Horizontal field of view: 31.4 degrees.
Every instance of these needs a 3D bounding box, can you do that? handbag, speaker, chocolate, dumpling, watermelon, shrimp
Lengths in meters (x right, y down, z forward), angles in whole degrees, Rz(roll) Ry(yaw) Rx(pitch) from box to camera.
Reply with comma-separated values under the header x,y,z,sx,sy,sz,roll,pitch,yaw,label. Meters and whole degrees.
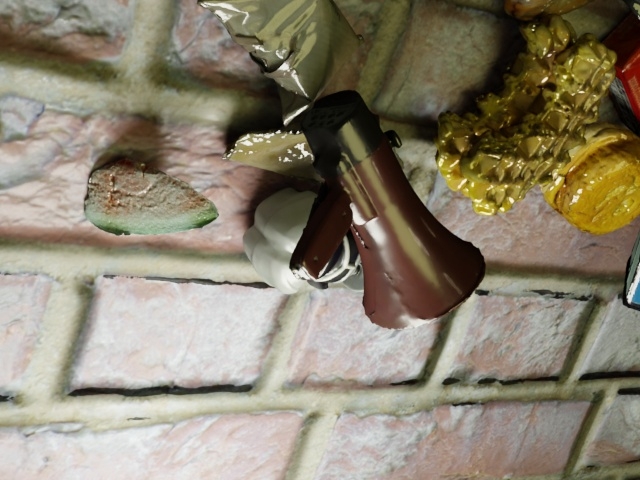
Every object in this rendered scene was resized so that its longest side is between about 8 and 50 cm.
x,y,z,sx,sy,sz,roll,pitch,yaw,label
-0.053,-0.289,1.524,0.182,0.117,0.270,-57,137,-14,handbag
0.052,-0.018,1.589,0.259,0.198,0.329,-45,122,-12,speaker
0.615,-0.324,2.043,0.235,0.108,0.237,-47,136,-6,chocolate
0.020,-0.148,1.691,0.332,0.086,0.166,11,141,-42,dumpling
-0.226,-0.058,1.548,0.180,0.081,0.094,12,135,-6,watermelon
0.411,-0.415,1.818,0.287,0.063,0.152,-20,165,-35,shrimp

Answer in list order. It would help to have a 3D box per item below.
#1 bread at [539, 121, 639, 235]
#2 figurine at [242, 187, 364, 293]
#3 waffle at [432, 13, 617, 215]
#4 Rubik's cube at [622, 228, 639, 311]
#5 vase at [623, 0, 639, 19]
x,y,z,sx,sy,sz,roll,pitch,yaw,label
0.515,-0.111,2.068,0.236,0.120,0.198,25,117,-42,bread
0.000,0.000,1.733,0.236,0.133,0.176,9,112,-44,figurine
0.327,-0.200,1.837,0.324,0.151,0.261,-45,154,0,waffle
0.753,0.002,2.158,0.293,0.283,0.288,-46,151,-62,Rubik's cube
0.594,-0.479,1.805,0.251,0.156,0.301,17,109,-38,vase
